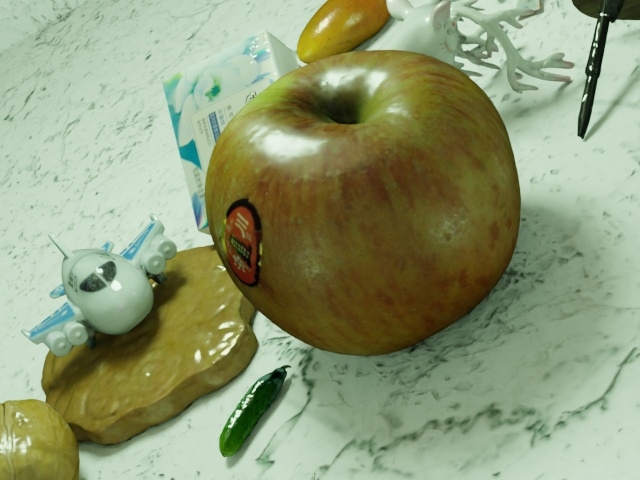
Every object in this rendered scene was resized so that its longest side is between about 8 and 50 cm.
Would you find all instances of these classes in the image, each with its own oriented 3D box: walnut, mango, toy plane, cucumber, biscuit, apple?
[{"bbox_3d":[-0.407,0.304,1.588,0.165,0.165,0.197,-36,39,-1],"label":"walnut"},{"bbox_3d":[0.035,-0.406,2.200,0.217,0.102,0.141,-42,25,-17],"label":"mango"},{"bbox_3d":[-0.334,0.063,1.768,0.267,0.123,0.267,-25,33,18],"label":"toy plane"},{"bbox_3d":[-0.088,0.214,1.518,0.037,0.037,0.155,3,46,46],"label":"cucumber"},{"bbox_3d":[-0.263,0.145,1.762,0.385,0.062,0.365,-26,32,16],"label":"biscuit"},{"bbox_3d":[0.054,-0.043,1.473,0.400,0.334,0.400,-9,36,7],"label":"apple"}]

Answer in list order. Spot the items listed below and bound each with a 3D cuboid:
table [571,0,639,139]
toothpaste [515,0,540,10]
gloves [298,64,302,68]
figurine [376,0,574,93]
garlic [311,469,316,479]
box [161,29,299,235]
[{"bbox_3d":[0.429,-0.304,1.526,0.317,0.317,0.249,-9,54,37],"label":"table"},{"bbox_3d":[0.359,-0.439,2.000,0.048,0.031,0.190,-13,40,28],"label":"toothpaste"},{"bbox_3d":[-0.072,-0.209,2.007,0.241,0.145,0.126,-8,48,44],"label":"gloves"},{"bbox_3d":[0.171,-0.249,1.750,0.316,0.284,0.206,-54,36,18],"label":"figurine"},{"bbox_3d":[0.023,0.311,1.233,0.148,0.128,0.266,-8,27,19],"label":"garlic"},{"bbox_3d":[-0.116,-0.161,1.863,0.203,0.116,0.274,-22,71,20],"label":"box"}]
